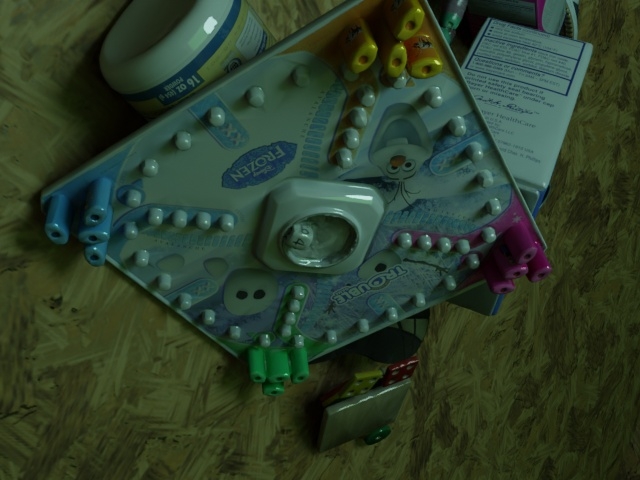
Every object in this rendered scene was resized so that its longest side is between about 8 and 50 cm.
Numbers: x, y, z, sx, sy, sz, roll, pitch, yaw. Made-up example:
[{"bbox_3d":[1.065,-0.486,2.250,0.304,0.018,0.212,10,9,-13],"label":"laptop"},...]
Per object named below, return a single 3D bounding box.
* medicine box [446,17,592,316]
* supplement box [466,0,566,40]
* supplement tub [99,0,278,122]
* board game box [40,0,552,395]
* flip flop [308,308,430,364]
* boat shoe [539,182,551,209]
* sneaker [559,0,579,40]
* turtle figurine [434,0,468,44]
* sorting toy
[{"bbox_3d":[0.229,-0.098,0.871,0.264,0.149,0.289,90,26,-52],"label":"medicine box"},{"bbox_3d":[0.284,-0.346,0.931,0.111,0.113,0.220,-67,158,-5],"label":"supplement box"},{"bbox_3d":[-0.095,-0.146,0.631,0.200,0.144,0.144,46,70,-43],"label":"supplement tub"},{"bbox_3d":[0.000,0.000,0.653,0.389,0.050,0.390,-27,133,16],"label":"board game box"},{"bbox_3d":[0.043,0.117,0.915,0.276,0.080,0.112,-1,110,-30],"label":"flip flop"},{"bbox_3d":[0.275,-0.015,1.084,0.319,0.099,0.116,-46,131,-26],"label":"boat shoe"},{"bbox_3d":[0.398,-0.440,1.074,0.153,0.099,0.282,-46,128,-23],"label":"sneaker"},{"bbox_3d":[0.127,-0.222,0.863,0.175,0.118,0.234,16,86,-47],"label":"turtle figurine"},{"bbox_3d":[0.055,0.236,0.940,0.132,0.046,0.275,-17,145,-20],"label":"sorting toy"}]
